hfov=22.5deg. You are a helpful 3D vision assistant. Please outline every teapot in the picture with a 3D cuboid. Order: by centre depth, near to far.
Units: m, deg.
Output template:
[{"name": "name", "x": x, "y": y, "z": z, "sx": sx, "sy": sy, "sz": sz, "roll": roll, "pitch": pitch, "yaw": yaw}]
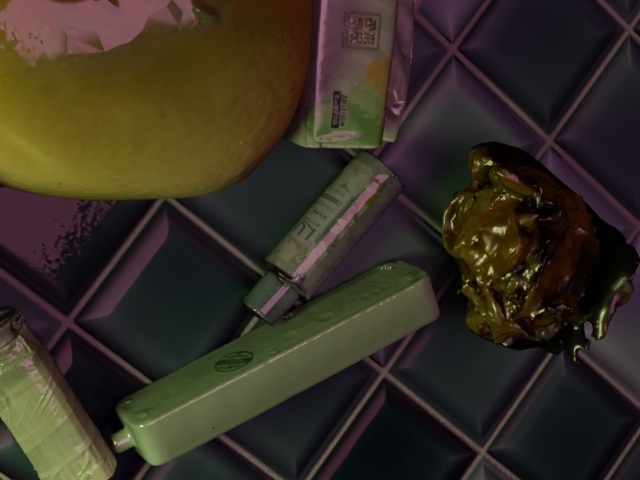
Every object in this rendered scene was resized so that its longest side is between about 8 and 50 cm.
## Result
[{"name": "teapot", "x": -0.300, "y": 0.171, "z": 1.623, "sx": 0.107, "sy": 0.077, "sz": 0.200, "roll": -28, "pitch": 108, "yaw": 2}]

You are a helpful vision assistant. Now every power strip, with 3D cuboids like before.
[{"name": "power strip", "x": -0.051, "y": 0.131, "z": 1.714, "sx": 0.385, "sy": 0.091, "sz": 0.062, "roll": -27, "pitch": 112, "yaw": -18}]

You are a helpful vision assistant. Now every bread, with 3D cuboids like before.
[{"name": "bread", "x": -0.199, "y": -0.208, "z": 1.520, "sx": 0.376, "sy": 0.253, "sz": 0.348, "roll": 2, "pitch": 99, "yaw": -22}]

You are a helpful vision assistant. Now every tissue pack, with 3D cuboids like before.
[{"name": "tissue pack", "x": 0.033, "y": -0.215, "z": 1.647, "sx": 0.145, "sy": 0.159, "sz": 0.229, "roll": 1, "pitch": 101, "yaw": -18}]

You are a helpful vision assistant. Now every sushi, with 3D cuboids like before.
[{"name": "sushi", "x": 0.224, "y": 0.012, "z": 1.763, "sx": 0.204, "sy": 0.200, "sz": 0.213, "roll": 21, "pitch": 89, "yaw": -21}]

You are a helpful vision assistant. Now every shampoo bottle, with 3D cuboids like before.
[{"name": "shampoo bottle", "x": 0.000, "y": 0.000, "z": 1.733, "sx": 0.072, "sy": 0.072, "sz": 0.214, "roll": 45, "pitch": 78, "yaw": -22}]

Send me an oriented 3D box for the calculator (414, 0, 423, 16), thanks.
[{"name": "calculator", "x": 0.055, "y": -0.264, "z": 1.747, "sx": 0.103, "sy": 0.024, "sz": 0.166, "roll": 44, "pitch": 81, "yaw": -21}]
